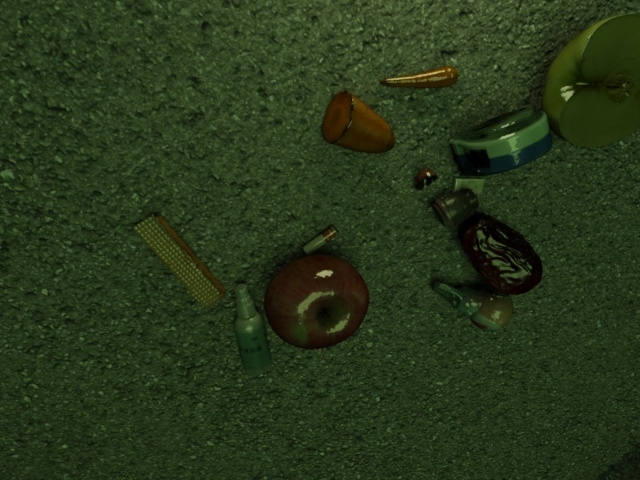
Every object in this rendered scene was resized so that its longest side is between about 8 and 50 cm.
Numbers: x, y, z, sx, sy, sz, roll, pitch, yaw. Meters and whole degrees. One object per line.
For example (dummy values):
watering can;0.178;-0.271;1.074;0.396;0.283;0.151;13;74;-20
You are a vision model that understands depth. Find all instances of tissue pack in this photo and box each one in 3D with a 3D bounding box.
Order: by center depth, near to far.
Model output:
tissue pack;0.523;-0.196;1.450;0.108;0.023;0.056;0;115;-10

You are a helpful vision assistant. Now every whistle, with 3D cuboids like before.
whistle;0.589;0.247;1.574;0.348;0.189;0.189;18;108;-5

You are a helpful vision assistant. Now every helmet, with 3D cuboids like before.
helmet;0.354;-0.216;1.398;0.084;0.049;0.065;-35;153;32

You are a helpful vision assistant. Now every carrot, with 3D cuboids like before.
carrot;0.139;-0.344;1.261;0.225;0.159;0.159;14;109;-26
carrot;0.313;-0.498;1.270;0.257;0.061;0.061;-9;114;-4

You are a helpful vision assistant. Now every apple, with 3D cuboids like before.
apple;0.890;-0.478;1.263;0.361;0.320;0.311;-2;74;-16
apple;-0.018;0.199;1.383;0.345;0.269;0.344;-6;109;-17

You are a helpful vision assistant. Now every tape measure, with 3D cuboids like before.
tape measure;0.577;-0.314;1.295;0.260;0.262;0.138;-27;104;1

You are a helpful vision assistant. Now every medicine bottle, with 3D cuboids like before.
medicine bottle;-0.255;0.319;1.477;0.110;0.110;0.351;-10;114;-6

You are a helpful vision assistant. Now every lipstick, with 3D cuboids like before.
lipstick;0.000;0.000;1.429;0.131;0.038;0.038;-36;114;6

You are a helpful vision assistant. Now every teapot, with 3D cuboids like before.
teapot;0.482;-0.108;1.426;0.146;0.116;0.148;-30;116;7

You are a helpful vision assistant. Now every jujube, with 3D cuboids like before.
jujube;0.646;0.049;1.490;0.342;0.216;0.216;43;100;-16

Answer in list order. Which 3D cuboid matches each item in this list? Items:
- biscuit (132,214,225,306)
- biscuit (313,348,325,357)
biscuit;-0.463;0.074;1.368;0.094;0.054;0.378;-33;114;5
biscuit;-0.010;0.324;1.507;0.182;0.034;0.215;-7;80;-7
